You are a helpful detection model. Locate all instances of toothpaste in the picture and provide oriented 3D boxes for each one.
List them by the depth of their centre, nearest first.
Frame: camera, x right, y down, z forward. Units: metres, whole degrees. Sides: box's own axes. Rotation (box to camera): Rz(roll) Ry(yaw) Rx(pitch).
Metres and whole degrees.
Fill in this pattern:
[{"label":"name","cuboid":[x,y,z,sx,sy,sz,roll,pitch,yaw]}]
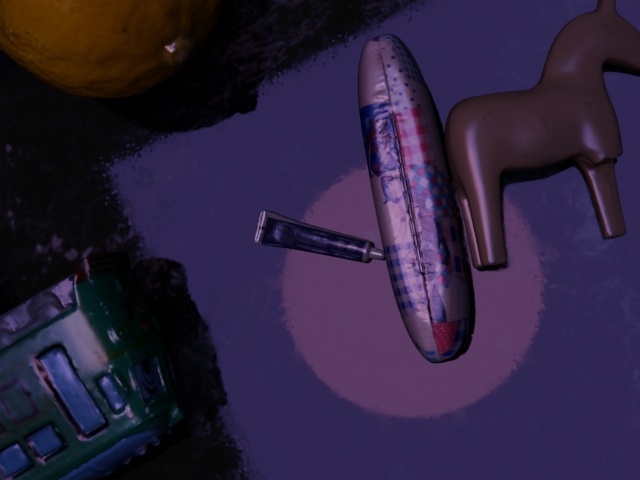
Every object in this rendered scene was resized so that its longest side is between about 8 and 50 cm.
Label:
[{"label":"toothpaste","cuboid":[0.000,0.000,1.246,0.140,0.021,0.037,13,90,12]}]

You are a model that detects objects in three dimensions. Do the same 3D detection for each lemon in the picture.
[{"label":"lemon","cuboid":[-0.238,-0.278,1.190,0.320,0.245,0.245,43,94,17]}]

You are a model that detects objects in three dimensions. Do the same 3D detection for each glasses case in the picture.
[{"label":"glasses case","cuboid":[0.092,-0.042,1.178,0.076,0.125,0.327,-12,85,8]}]

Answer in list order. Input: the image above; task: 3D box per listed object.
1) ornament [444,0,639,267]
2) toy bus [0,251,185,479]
[{"label":"ornament","cuboid":[0.235,-0.113,1.181,0.230,0.061,0.244,-11,88,-8]},{"label":"toy bus","cuboid":[-0.306,0.175,1.206,0.343,0.183,0.199,-31,85,8]}]
